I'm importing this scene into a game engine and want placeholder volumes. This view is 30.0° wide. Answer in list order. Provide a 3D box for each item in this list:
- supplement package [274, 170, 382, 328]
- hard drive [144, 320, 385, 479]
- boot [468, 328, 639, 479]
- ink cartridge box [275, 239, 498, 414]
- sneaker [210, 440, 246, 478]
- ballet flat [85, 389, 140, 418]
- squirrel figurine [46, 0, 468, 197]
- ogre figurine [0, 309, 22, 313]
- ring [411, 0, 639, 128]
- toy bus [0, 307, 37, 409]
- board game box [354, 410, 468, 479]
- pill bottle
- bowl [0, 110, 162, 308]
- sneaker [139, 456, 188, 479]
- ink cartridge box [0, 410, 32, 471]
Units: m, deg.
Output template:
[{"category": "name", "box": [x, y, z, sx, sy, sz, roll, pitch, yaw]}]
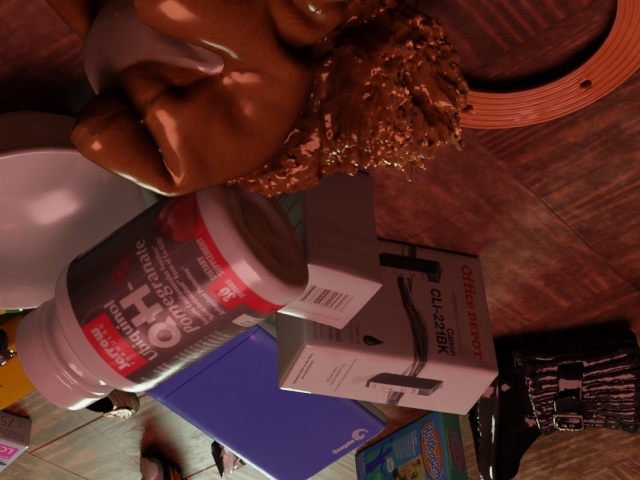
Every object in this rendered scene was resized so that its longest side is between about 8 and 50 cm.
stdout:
[{"category": "supplement package", "box": [0.000, 0.000, 1.470, 0.105, 0.179, 0.105, 17, 137, -23]}, {"category": "hard drive", "box": [-0.082, 0.248, 1.822, 0.210, 0.040, 0.319, -37, 122, 22]}, {"category": "boot", "box": [0.370, 0.277, 1.889, 0.260, 0.131, 0.348, -5, 141, 2]}, {"category": "ink cartridge box", "box": [0.086, 0.108, 1.600, 0.273, 0.197, 0.114, 11, 139, -18]}, {"category": "sneaker", "box": [-0.136, 0.313, 1.961, 0.077, 0.072, 0.178, -17, 144, -21]}, {"category": "ballet flat", "box": [-0.377, 0.226, 1.822, 0.084, 0.058, 0.250, -27, 136, 28]}, {"category": "squirrel figurine", "box": [-0.022, -0.219, 1.166, 0.370, 0.281, 0.397, -38, 134, 21]}, {"category": "ogre figurine", "box": [-0.375, 0.050, 1.555, 0.197, 0.118, 0.097, 15, 142, -20]}, {"category": "ring", "box": [0.211, -0.247, 1.299, 0.337, 0.032, 0.336, -2, 141, -2]}, {"category": "toy bus", "box": [-0.487, 0.177, 1.690, 0.333, 0.130, 0.108, -30, 139, 29]}, {"category": "board game box", "box": [0.150, 0.393, 1.995, 0.047, 0.160, 0.210, 27, 133, -34]}, {"category": "pill bottle", "box": [-0.186, 0.063, 1.355, 0.319, 0.176, 0.176, -33, 134, 19]}, {"category": "bowl", "box": [-0.339, -0.056, 1.388, 0.298, 0.134, 0.298, -13, 147, -9]}, {"category": "sneaker", "box": [-0.267, 0.429, 2.076, 0.083, 0.084, 0.215, -5, 151, -2]}, {"category": "ink cartridge box", "box": [-0.632, 0.358, 1.970, 0.186, 0.065, 0.311, 24, 135, -30]}]
